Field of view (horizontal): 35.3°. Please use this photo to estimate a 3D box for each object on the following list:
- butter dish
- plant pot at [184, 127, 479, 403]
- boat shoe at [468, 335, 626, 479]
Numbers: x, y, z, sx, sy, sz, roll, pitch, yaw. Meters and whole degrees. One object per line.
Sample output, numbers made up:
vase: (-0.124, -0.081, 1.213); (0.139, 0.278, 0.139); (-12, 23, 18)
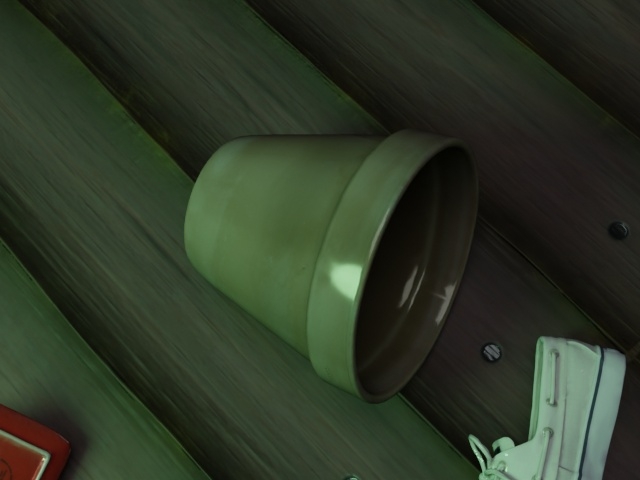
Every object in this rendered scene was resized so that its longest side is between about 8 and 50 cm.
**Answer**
butter dish: (-0.408, 0.275, 1.192); (0.160, 0.118, 0.160); (37, 66, -32)
plant pot: (0.000, 0.000, 1.222); (0.280, 0.323, 0.323); (18, 68, 26)
boat shoe: (0.243, 0.270, 1.173); (0.157, 0.136, 0.367); (17, 66, 7)
